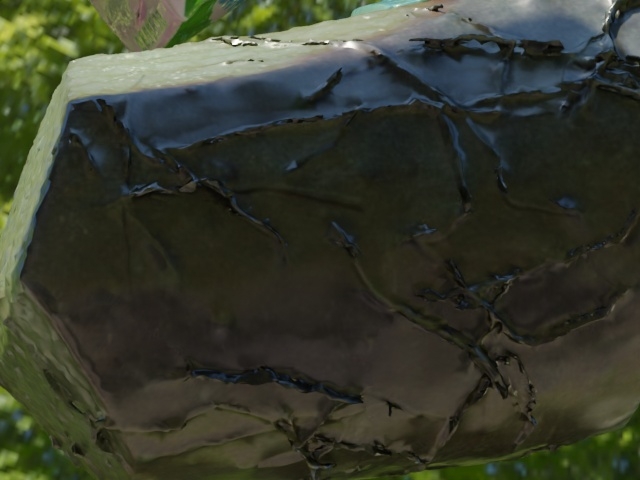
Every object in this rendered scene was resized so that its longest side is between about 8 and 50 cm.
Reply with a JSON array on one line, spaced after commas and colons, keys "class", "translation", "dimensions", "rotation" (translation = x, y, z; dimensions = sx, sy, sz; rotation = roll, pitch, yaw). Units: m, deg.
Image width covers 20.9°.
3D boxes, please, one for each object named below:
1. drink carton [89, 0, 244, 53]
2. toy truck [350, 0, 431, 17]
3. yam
[{"class": "drink carton", "translation": [-0.019, -0.224, 0.998], "dimensions": [0.271, 0.161, 0.108], "rotation": [-37, -86, -14]}, {"class": "toy truck", "translation": [0.081, -0.032, 1.195], "dimensions": [0.156, 0.155, 0.279], "rotation": [-12, -81, -12]}, {"class": "yam", "translation": [0.000, 0.005, 0.723], "dimensions": [0.271, 0.201, 0.202], "rotation": [1, -26, -15]}]
